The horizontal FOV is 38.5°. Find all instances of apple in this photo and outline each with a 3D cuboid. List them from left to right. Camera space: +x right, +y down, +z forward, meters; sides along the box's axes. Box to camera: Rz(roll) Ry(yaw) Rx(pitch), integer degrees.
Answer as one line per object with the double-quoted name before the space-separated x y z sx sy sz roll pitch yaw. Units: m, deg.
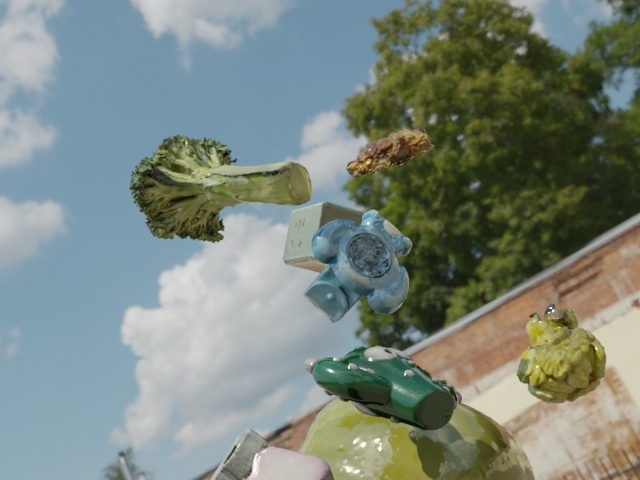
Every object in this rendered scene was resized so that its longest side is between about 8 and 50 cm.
"apple" 0.165 0.498 1.715 0.474 0.473 0.473 -24 -19 -9

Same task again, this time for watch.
"watch" 0.063 0.062 1.778 0.211 0.211 0.193 -16 -17 -29

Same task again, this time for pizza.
"pizza" 0.202 -0.239 2.344 0.290 0.081 0.229 -22 6 -28

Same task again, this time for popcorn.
"popcorn" 0.464 0.230 1.803 0.168 0.195 0.173 -37 -62 7

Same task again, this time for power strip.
"power strip" 0.000 0.000 2.175 0.139 0.140 0.224 14 -12 -28

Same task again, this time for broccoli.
"broccoli" -0.177 -0.109 1.807 0.362 0.221 0.252 1 -4 15

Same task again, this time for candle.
"candle" -0.180 0.498 2.089 0.192 0.068 0.168 -54 0 25

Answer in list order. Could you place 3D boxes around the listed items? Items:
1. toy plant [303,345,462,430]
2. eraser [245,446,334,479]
"toy plant" 0.107 0.231 1.470 0.232 0.243 0.112 13 -87 -65
"eraser" -0.048 0.488 1.248 0.122 0.272 0.359 9 -39 21
